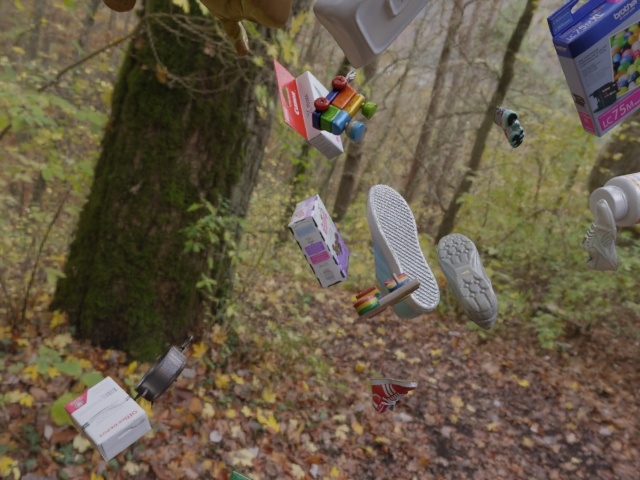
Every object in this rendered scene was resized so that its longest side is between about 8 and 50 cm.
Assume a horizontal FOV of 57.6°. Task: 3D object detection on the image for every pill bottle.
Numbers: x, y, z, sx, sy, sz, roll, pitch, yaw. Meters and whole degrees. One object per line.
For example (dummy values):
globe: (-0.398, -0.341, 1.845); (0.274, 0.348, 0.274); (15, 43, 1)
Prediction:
pill bottle: (0.741, -0.099, 1.349); (0.215, 0.117, 0.117); (-11, 28, -14)

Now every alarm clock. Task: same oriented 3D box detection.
alarm clock: (-0.357, 0.298, 1.362); (0.064, 0.129, 0.192); (40, 58, -10)

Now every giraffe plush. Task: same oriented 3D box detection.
giraffe plush: (-0.131, -0.298, 0.592); (0.171, 0.181, 0.210); (4, -9, -27)

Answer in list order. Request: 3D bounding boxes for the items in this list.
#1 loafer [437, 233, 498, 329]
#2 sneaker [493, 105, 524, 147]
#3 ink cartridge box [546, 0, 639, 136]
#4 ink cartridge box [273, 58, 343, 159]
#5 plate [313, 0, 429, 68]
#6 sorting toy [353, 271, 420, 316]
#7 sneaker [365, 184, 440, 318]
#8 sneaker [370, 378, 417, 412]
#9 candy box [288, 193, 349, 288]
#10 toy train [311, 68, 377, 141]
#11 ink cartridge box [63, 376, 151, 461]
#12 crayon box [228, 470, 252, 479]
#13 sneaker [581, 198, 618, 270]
loafer: (0.380, 0.100, 1.523); (0.112, 0.111, 0.319); (-16, 36, 8)
sneaker: (0.397, -0.247, 1.245); (0.038, 0.098, 0.069); (-32, 41, -3)
ink cartridge box: (0.617, -0.397, 1.251); (0.311, 0.186, 0.065); (52, 2, -32)
ink cartridge box: (-0.036, -0.418, 1.808); (0.239, 0.060, 0.274); (33, 38, -50)
plate: (0.130, -0.436, 1.000); (0.045, 0.278, 0.277); (45, 9, 16)
sorting toy: (0.135, 0.107, 1.192); (0.046, 0.132, 0.274); (60, 3, 13)
sneaker: (0.177, 0.035, 1.514); (0.135, 0.150, 0.365); (0, 63, -30)
sneaker: (0.142, 0.302, 1.129); (0.042, 0.066, 0.118); (11, -16, -33)
candy box: (0.000, 0.000, 1.517); (0.070, 0.196, 0.164); (-23, 20, 15)
toy train: (0.095, -0.383, 1.592); (0.144, 0.105, 0.248); (30, 67, 15)
ink cartridge box: (-0.444, 0.371, 1.218); (0.151, 0.063, 0.109); (27, 45, 37)
crayon box: (-0.154, 0.568, 0.953); (0.203, 0.322, 0.083); (13, -23, 29)
sneaker: (0.545, -0.006, 1.141); (0.061, 0.152, 0.053); (-5, 20, 19)
